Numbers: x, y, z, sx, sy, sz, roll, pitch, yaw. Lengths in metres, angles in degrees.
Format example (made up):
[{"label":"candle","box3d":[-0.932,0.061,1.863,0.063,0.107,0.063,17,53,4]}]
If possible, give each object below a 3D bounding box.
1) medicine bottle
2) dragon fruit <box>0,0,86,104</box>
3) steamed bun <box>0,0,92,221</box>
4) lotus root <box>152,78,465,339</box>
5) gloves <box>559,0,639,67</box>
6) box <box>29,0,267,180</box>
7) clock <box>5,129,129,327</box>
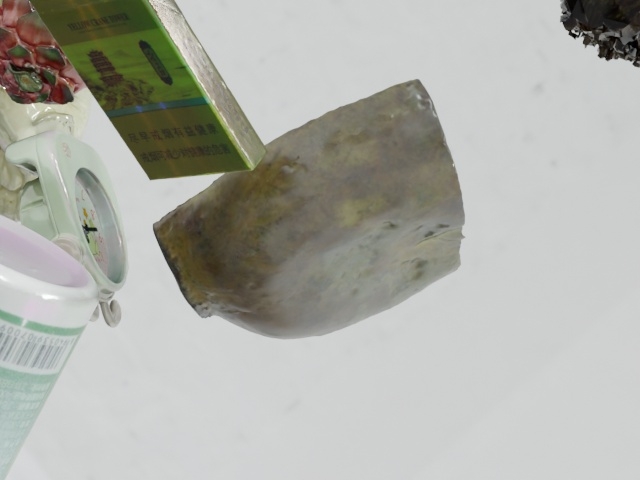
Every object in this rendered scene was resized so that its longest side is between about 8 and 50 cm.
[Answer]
[{"label":"medicine bottle","box3d":[-0.252,0.119,1.081,0.133,0.274,0.133,28,8,-4]},{"label":"dragon fruit","box3d":[-0.263,-0.198,1.718,0.130,0.142,0.121,40,11,-49]},{"label":"steamed bun","box3d":[-0.415,-0.224,2.013,0.394,0.237,0.347,45,-40,-22]},{"label":"lotus root","box3d":[-0.011,0.000,1.614,0.267,0.260,0.149,96,-29,-69]},{"label":"gloves","box3d":[0.298,-0.233,1.201,0.135,0.312,0.210,51,9,-48]},{"label":"box","box3d":[-0.138,-0.132,1.408,0.121,0.030,0.193,-4,-51,40]},{"label":"clock","box3d":[-0.241,-0.007,1.725,0.151,0.062,0.191,31,43,-74]}]
